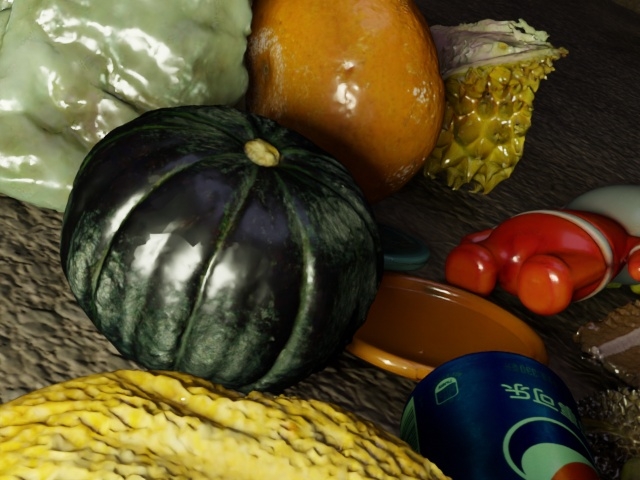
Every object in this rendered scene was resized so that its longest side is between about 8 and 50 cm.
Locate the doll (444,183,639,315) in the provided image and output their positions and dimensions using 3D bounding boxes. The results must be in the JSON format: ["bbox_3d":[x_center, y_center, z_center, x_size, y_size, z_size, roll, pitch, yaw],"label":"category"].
[{"bbox_3d":[0.258,0.009,1.219,0.200,0.105,0.336,8,15,39],"label":"doll"}]

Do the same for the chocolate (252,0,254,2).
[{"bbox_3d":[-0.052,-0.230,1.397,0.185,0.100,0.303,16,14,-1],"label":"chocolate"}]

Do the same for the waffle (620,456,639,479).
[{"bbox_3d":[0.291,0.252,0.785,0.329,0.062,0.329,18,24,-9],"label":"waffle"}]

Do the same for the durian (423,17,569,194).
[{"bbox_3d":[0.086,-0.150,1.355,0.196,0.185,0.305,-4,20,-27],"label":"durian"}]

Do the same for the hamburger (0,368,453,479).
[{"bbox_3d":[-0.038,0.192,0.476,0.290,0.170,0.314,15,26,-11],"label":"hamburger"}]

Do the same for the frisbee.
[{"bbox_3d":[0.079,0.075,0.998,0.192,0.035,0.192,13,18,-4],"label":"frisbee"}]

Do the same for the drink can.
[{"bbox_3d":[0.108,0.157,0.753,0.118,0.118,0.205,19,25,-9],"label":"drink can"}]

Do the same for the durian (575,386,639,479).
[{"bbox_3d":[0.243,0.153,0.949,0.140,0.071,0.110,40,28,23],"label":"durian"}]

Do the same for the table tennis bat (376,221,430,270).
[{"bbox_3d":[0.000,0.000,1.084,0.201,0.033,0.124,4,15,-34],"label":"table tennis bat"}]

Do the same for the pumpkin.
[{"bbox_3d":[-0.063,0.003,0.870,0.221,0.161,0.220,17,29,-10],"label":"pumpkin"}]

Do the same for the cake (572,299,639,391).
[{"bbox_3d":[0.349,0.084,1.159,0.295,0.112,0.116,-9,37,-42],"label":"cake"}]

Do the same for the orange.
[{"bbox_3d":[0.018,-0.139,1.167,0.170,0.224,0.224,-3,34,-36],"label":"orange"}]

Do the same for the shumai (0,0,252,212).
[{"bbox_3d":[-0.174,-0.193,1.060,0.309,0.263,0.304,26,22,7],"label":"shumai"}]
